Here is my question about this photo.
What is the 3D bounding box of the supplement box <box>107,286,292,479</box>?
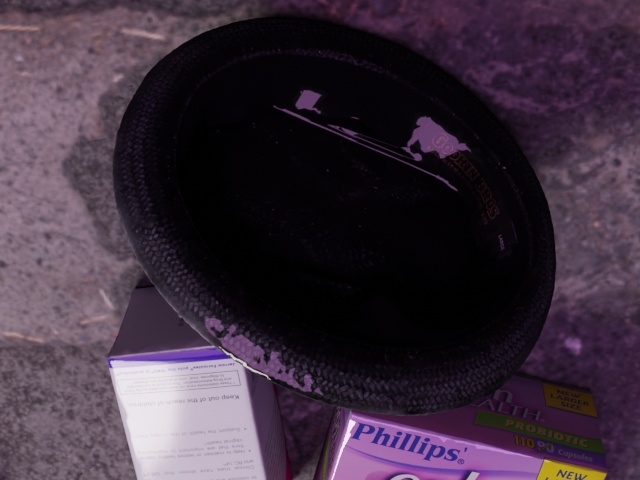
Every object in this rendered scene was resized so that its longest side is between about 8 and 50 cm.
[{"bbox_3d":[-0.094,0.155,1.117,0.113,0.111,0.220,-6,117,7],"label":"supplement box"}]

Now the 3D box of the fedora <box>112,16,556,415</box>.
[{"bbox_3d":[0.000,0.000,0.978,0.334,0.334,0.152,24,147,-9],"label":"fedora"}]

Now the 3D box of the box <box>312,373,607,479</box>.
[{"bbox_3d":[0.101,0.233,1.141,0.213,0.117,0.243,14,117,-3],"label":"box"}]
